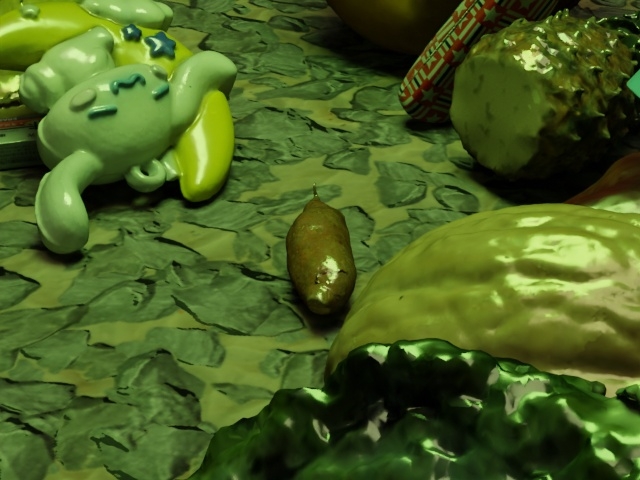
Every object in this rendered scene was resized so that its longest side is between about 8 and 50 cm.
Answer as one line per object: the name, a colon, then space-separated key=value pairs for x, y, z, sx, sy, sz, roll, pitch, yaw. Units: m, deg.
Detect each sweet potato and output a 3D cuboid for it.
sweet potato: x=0.000 y=0.000 z=1.129 sx=0.056 sy=0.056 sz=0.195 roll=1 pitch=26 yaw=0

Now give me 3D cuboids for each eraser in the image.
eraser: x=-0.269 y=-0.088 z=1.294 sx=0.122 sy=0.029 sz=0.052 roll=-7 pitch=34 yaw=-13

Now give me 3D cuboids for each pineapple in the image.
pineapple: x=0.263 y=-0.151 z=1.300 sx=0.310 sy=0.170 sz=0.141 roll=-19 pitch=63 yaw=-38

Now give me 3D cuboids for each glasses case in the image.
glasses case: x=0.147 y=-0.188 z=1.330 sx=0.073 sy=0.194 sz=0.049 roll=14 pitch=38 yaw=-40

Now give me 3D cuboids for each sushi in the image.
sushi: x=0.065 y=0.201 z=0.544 sx=0.294 sy=0.178 sz=0.352 roll=-46 pitch=43 yaw=-1

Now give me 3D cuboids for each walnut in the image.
walnut: x=0.128 y=0.089 z=0.798 sx=0.261 sy=0.225 sz=0.225 roll=-7 pitch=22 yaw=35

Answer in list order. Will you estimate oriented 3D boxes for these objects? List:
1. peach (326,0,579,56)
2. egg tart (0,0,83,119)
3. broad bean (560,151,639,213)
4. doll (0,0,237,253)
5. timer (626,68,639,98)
peach: x=0.145 y=-0.352 z=1.454 sx=0.343 sy=0.342 sz=0.301 roll=20 pitch=46 yaw=29
egg tart: x=-0.332 y=-0.231 z=1.443 sx=0.345 sy=0.132 sz=0.345 roll=-1 pitch=30 yaw=1
broad bean: x=0.229 y=0.007 z=1.053 sx=0.156 sy=0.122 sz=0.228 roll=23 pitch=33 yaw=33
doll: x=-0.178 y=-0.116 z=1.239 sx=0.252 sy=0.111 sz=0.237 roll=-20 pitch=70 yaw=-41
timer: x=0.370 y=-0.047 z=1.112 sx=0.232 sy=0.091 sz=0.250 roll=27 pitch=30 yaw=-27
